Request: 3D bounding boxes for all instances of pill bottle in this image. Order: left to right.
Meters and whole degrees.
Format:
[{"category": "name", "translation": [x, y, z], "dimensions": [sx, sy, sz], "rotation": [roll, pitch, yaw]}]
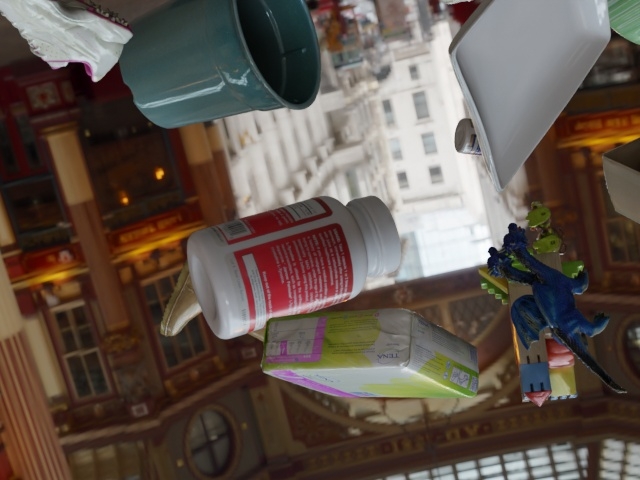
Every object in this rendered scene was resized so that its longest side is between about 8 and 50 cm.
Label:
[{"category": "pill bottle", "translation": [-0.051, 0.039, 1.828], "dimensions": [0.407, 0.229, 0.229], "rotation": [-16, -168, -19]}, {"category": "pill bottle", "translation": [0.316, -0.190, 1.649], "dimensions": [0.120, 0.067, 0.067], "rotation": [5, -172, -13]}]

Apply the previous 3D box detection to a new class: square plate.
[{"category": "square plate", "translation": [0.315, -0.296, 1.318], "dimensions": [0.049, 0.344, 0.347], "rotation": [28, -106, 35]}]

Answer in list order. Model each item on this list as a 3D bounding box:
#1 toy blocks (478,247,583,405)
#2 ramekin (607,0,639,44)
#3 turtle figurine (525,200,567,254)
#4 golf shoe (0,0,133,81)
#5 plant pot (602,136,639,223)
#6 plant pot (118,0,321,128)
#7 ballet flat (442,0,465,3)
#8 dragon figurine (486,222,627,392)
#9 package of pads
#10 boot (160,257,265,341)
[{"category": "toy blocks", "translation": [0.412, 0.185, 1.653], "dimensions": [0.190, 0.261, 0.381], "rotation": [-8, 164, 11]}, {"category": "ramekin", "translation": [0.636, -0.511, 1.641], "dimensions": [0.303, 0.303, 0.148], "rotation": [-20, 176, -26]}, {"category": "turtle figurine", "translation": [0.533, 0.017, 2.070], "dimensions": [0.087, 0.270, 0.217], "rotation": [-2, 165, 16]}, {"category": "golf shoe", "translation": [-0.487, -0.377, 1.543], "dimensions": [0.306, 0.140, 0.115], "rotation": [19, -161, -29]}, {"category": "plant pot", "translation": [0.484, -0.081, 1.283], "dimensions": [0.109, 0.096, 0.109], "rotation": [-23, -144, -22]}, {"category": "plant pot", "translation": [-0.223, -0.400, 1.884], "dimensions": [0.334, 0.341, 0.341], "rotation": [-14, -169, 28]}, {"category": "ballet flat", "translation": [0.271, -0.598, 1.985], "dimensions": [0.348, 0.123, 0.123], "rotation": [30, -149, 20]}, {"category": "dragon figurine", "translation": [0.338, 0.108, 1.300], "dimensions": [0.144, 0.289, 0.085], "rotation": [5, 144, -23]}, {"category": "package of pads", "translation": [0.076, 0.186, 1.427], "dimensions": [0.296, 0.101, 0.229], "rotation": [-8, 155, 36]}, {"category": "boot", "translation": [-0.213, 0.175, 2.011], "dimensions": [0.269, 0.236, 0.089], "rotation": [26, -150, 1]}]
